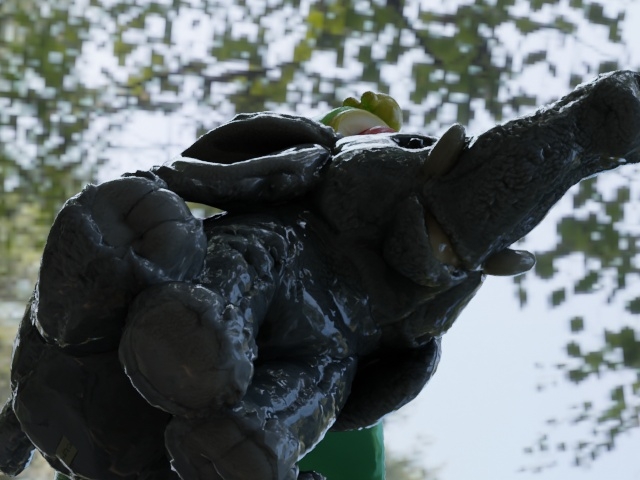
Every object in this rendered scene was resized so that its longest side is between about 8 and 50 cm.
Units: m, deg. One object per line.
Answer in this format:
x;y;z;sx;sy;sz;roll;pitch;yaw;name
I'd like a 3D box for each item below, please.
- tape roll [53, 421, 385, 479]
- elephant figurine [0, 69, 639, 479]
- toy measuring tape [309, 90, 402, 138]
-0.071;0.157;1.011;0.321;0.077;0.321;-34;-129;56;tape roll
0.002;0.015;0.716;0.186;0.239;0.169;30;-42;27;elephant figurine
0.000;0.000;1.359;0.121;0.121;0.330;-23;-144;43;toy measuring tape
